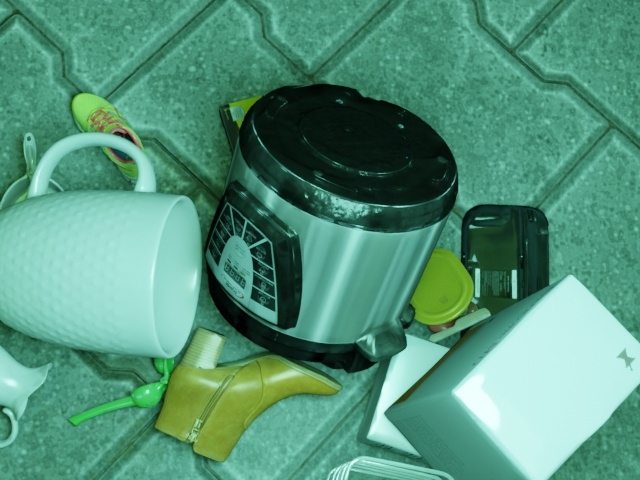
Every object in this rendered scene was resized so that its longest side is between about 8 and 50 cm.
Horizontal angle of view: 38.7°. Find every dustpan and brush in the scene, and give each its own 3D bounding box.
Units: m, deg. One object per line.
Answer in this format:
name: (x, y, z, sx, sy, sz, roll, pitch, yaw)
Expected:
dustpan and brush: (-0.524, -0.090, 1.671, 0.147, 0.060, 0.211, -5, 78, -7)

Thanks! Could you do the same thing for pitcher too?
pitcher: (-0.595, 0.250, 1.568, 0.207, 0.125, 0.177, 25, 92, -11)

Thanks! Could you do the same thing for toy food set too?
toy food set: (0.226, 0.111, 1.662, 0.128, 0.071, 0.217, -32, 42, 6)

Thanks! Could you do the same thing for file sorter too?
file sorter: (0.100, 0.461, 1.502, 0.193, 0.277, 0.173, 12, 72, -3)

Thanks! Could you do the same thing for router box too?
router box: (-0.106, -0.184, 1.740, 0.133, 0.046, 0.178, -17, 80, -9)

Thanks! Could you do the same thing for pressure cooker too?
pressure cooker: (0.006, 0.000, 1.523, 0.376, 0.420, 0.369, 15, 38, -6)

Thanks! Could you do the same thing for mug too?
mug: (-0.392, 0.001, 1.549, 0.328, 0.276, 0.373, 5, 85, 8)

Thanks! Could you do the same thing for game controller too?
game controller: (0.349, 0.085, 1.725, 0.167, 0.067, 0.319, 1, 77, 9)

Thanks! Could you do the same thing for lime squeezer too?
lime squeezer: (-0.306, 0.229, 1.635, 0.110, 0.059, 0.310, 28, 74, 35)

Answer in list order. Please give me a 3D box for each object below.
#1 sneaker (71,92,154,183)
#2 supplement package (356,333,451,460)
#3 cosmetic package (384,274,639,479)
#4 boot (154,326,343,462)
sneaker: (-0.386, -0.203, 1.693, 0.081, 0.094, 0.208, -43, 83, -11)
supplement package: (0.194, 0.291, 1.609, 0.203, 0.149, 0.194, 19, 75, -1)
cosmetic package: (0.260, 0.220, 1.321, 0.230, 0.453, 0.161, -41, 84, -15)
boot: (-0.128, 0.294, 1.617, 0.295, 0.104, 0.211, 20, 87, -5)
